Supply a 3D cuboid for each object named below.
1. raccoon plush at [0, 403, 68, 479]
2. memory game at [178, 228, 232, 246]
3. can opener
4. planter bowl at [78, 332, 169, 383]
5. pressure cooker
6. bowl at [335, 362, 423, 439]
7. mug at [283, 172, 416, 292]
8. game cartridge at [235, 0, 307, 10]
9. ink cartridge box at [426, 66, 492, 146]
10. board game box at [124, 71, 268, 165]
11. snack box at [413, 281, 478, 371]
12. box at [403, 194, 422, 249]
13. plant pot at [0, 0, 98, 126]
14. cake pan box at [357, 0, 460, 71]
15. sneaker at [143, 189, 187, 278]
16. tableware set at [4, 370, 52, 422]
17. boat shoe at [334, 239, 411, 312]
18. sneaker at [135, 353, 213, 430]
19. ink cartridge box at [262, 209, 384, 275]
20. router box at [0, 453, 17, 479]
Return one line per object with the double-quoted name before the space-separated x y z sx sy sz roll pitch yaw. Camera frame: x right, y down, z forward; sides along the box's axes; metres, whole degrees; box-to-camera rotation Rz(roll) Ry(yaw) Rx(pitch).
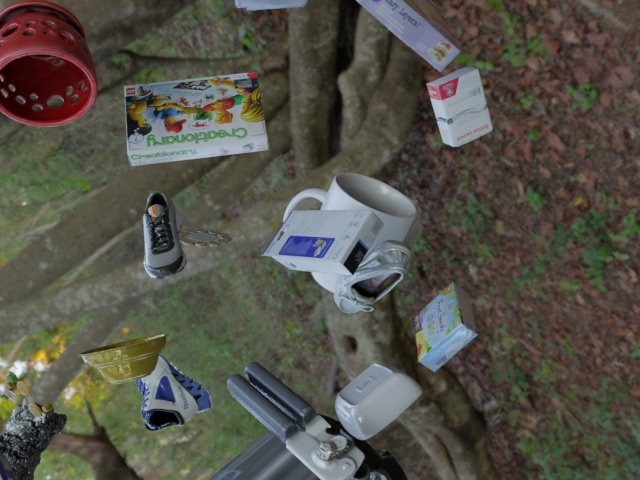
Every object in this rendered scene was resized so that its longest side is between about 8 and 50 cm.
"raccoon plush" -0.919 0.743 2.252 0.446 0.299 0.216 62 168 9
"memory game" -0.366 -0.008 2.181 0.186 0.186 0.012 -146 58 -62
"can opener" -0.042 0.291 1.096 0.280 0.074 0.093 33 141 37
"planter bowl" -0.467 0.293 1.709 0.217 0.217 0.090 155 102 -80
"pressure cooker" -0.034 0.558 1.415 0.370 0.420 0.375 24 125 30
"bowl" 0.089 0.264 1.201 0.053 0.142 0.142 54 168 -11
"mug" 0.065 -0.024 2.208 0.374 0.328 0.276 24 -156 0
"game cartridge" -0.105 -0.626 1.553 0.294 0.196 0.060 92 177 -68
"ink cartridge box" 0.321 -0.306 1.619 0.063 0.109 0.150 43 155 64
"board game box" -0.280 -0.275 1.581 0.053 0.305 0.193 94 167 -62
"snack box" 0.349 0.240 1.989 0.070 0.174 0.207 35 -153 -17
"box" 0.263 -0.050 2.481 0.127 0.148 0.232 24 161 23
"plant pot" -0.521 -0.337 1.324 0.191 0.191 0.174 69 -176 -55
"cake pan box" 0.162 -0.506 1.491 0.267 0.070 0.245 31 -151 -29
"sneaker" -0.385 -0.014 1.683 0.271 0.100 0.108 -108 4 -46
"tableware set" -0.791 0.420 1.908 0.154 0.024 0.104 32 128 10
"boat shoe" 0.132 0.118 1.893 0.118 0.103 0.320 26 138 -19
"sneaker" -0.502 0.465 2.144 0.316 0.182 0.127 26 133 22
"ink cartridge box" 0.000 0.000 1.814 0.333 0.165 0.065 5 146 51
"router box" -0.798 0.706 1.585 0.335 0.301 0.082 53 169 23
